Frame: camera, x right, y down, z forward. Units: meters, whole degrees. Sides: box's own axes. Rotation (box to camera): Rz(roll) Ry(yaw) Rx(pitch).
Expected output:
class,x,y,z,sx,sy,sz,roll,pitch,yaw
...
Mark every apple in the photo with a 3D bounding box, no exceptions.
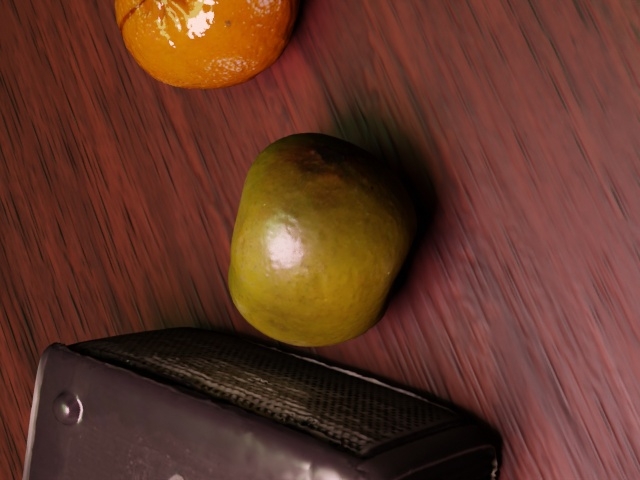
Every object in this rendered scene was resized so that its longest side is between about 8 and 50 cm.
class,x,y,z,sx,sy,sz,roll,pitch,yaw
apple,0.000,0.000,1.100,0.157,0.196,0.196,20,106,4

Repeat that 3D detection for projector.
class,x,y,z,sx,sy,sz,roll,pitch,yaw
projector,-0.080,0.311,1.136,0.405,0.242,0.395,16,100,34

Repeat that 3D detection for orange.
class,x,y,z,sx,sy,sz,roll,pitch,yaw
orange,-0.113,-0.238,1.185,0.193,0.161,0.193,-2,88,40
